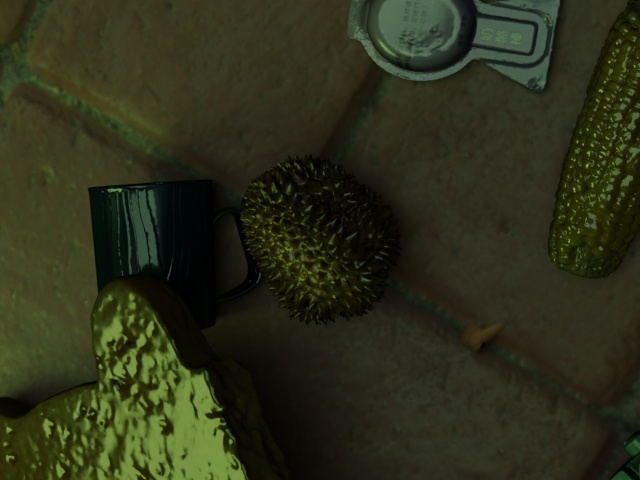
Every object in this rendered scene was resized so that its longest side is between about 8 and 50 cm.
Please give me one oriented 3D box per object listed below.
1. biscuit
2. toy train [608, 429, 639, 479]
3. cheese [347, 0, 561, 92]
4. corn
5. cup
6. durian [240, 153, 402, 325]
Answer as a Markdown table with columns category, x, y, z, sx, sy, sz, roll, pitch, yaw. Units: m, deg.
| category | x | y | z | sx | sy | sz | roll | pitch | yaw |
| --- | --- | --- | --- | --- | --- | --- | --- | --- | --- |
| biscuit | -0.161 | 0.250 | 1.650 | 0.394 | 0.076 | 0.368 | -38 | 73 | 40 |
| toy train | 0.318 | 0.245 | 1.593 | 0.172 | 0.070 | 0.099 | 46 | 114 | 10 |
| cheese | 0.117 | -0.191 | 1.644 | 0.191 | 0.042 | 0.105 | 12 | 97 | 15 |
| corn | 0.266 | -0.093 | 1.579 | 0.097 | 0.097 | 0.261 | 20 | 99 | 15 |
| cup | -0.138 | 0.015 | 1.691 | 0.150 | 0.113 | 0.138 | -3 | 93 | 18 |
| durian | 0.000 | 0.000 | 1.628 | 0.137 | 0.158 | 0.168 | -44 | 78 | -2 |
